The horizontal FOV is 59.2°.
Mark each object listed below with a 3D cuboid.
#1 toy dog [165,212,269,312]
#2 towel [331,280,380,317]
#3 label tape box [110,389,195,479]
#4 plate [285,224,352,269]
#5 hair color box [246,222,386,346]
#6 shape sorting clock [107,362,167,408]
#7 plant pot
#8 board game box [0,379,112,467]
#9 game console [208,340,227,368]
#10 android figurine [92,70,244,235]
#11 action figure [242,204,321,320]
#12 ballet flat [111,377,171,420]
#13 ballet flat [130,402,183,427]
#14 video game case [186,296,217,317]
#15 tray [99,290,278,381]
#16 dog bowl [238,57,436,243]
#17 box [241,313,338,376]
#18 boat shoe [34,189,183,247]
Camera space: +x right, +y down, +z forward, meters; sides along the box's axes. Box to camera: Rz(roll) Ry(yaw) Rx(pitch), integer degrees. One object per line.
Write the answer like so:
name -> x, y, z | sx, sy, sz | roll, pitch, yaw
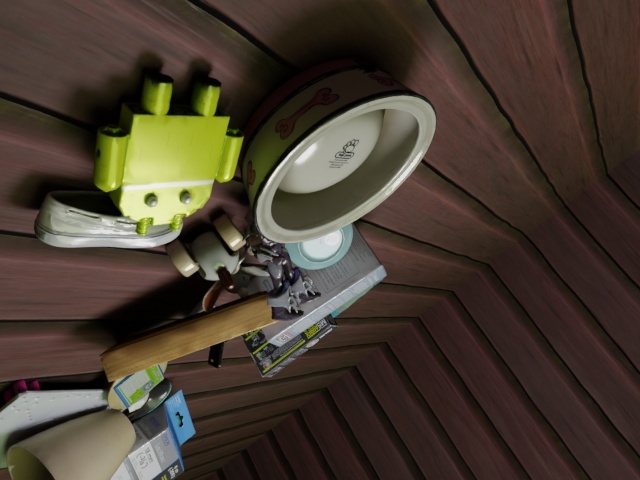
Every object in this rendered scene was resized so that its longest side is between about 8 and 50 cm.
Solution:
toy dog -> -0.207, 0.074, 1.298 | 0.220, 0.161, 0.333 | -39, 157, 14
towel -> 0.054, 0.233, 2.117 | 0.370, 0.040, 0.271 | -41, 157, 18
label tape box -> -0.535, 0.677, 1.802 | 0.333, 0.105, 0.241 | -32, 133, -32
plate -> 0.000, 0.000, 1.473 | 0.188, 0.024, 0.188 | -8, 120, -14
hair color box -> -0.021, 0.116, 1.592 | 0.374, 0.185, 0.113 | -34, 158, 1
shape sorting clock -> -0.527, 0.399, 1.626 | 0.206, 0.040, 0.206 | -40, 153, -25
plant pot -> -0.658, 0.596, 1.555 | 0.274, 0.256, 0.256 | -31, 164, -53
board game box -> -0.788, 0.501, 1.532 | 0.389, 0.050, 0.390 | -37, 157, 10
game console -> -0.237, 0.273, 1.446 | 0.071, 0.107, 0.122 | 11, 169, -20
android figurine -> -0.240, -0.128, 0.898 | 0.248, 0.056, 0.273 | -9, 129, -44
action figure -> -0.096, 0.031, 1.249 | 0.099, 0.285, 0.185 | -9, -155, 23
ballet flat -> -0.601, 0.518, 1.765 | 0.280, 0.095, 0.096 | -36, 145, 6
ballet flat -> -0.682, 0.680, 1.872 | 0.482, 0.182, 0.164 | -20, 111, -41
video game case -> -0.328, 0.209, 1.562 | 0.087, 0.011, 0.122 | -52, 160, -13
tray -> -0.313, 0.226, 1.399 | 0.410, 0.076, 0.203 | -18, -179, -9
dog bowl -> 0.018, -0.177, 1.110 | 0.407, 0.150, 0.408 | -27, 156, -13
box -> -0.112, 0.246, 1.695 | 0.270, 0.216, 0.060 | -39, 157, 13
boat shoe -> -0.346, -0.049, 0.968 | 0.267, 0.096, 0.088 | 0, 129, -46
